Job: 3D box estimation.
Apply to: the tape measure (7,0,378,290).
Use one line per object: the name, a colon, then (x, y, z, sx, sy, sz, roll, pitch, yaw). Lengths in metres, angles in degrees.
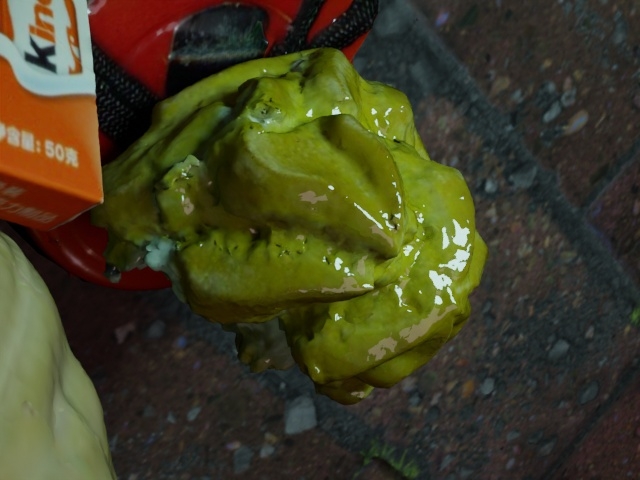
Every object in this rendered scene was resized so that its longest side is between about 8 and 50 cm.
tape measure: (-0.085, -0.096, 0.964, 0.253, 0.114, 0.260, -14, 127, -34)

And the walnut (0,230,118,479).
walnut: (-0.254, 0.128, 0.689, 0.381, 0.381, 0.381, -23, 132, -28)

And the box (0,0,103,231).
box: (-0.215, -0.159, 0.719, 0.048, 0.265, 0.273, -25, 152, 34)

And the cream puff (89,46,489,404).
cream puff: (0.004, -0.005, 0.899, 0.194, 0.195, 0.221, -52, 144, 1)
